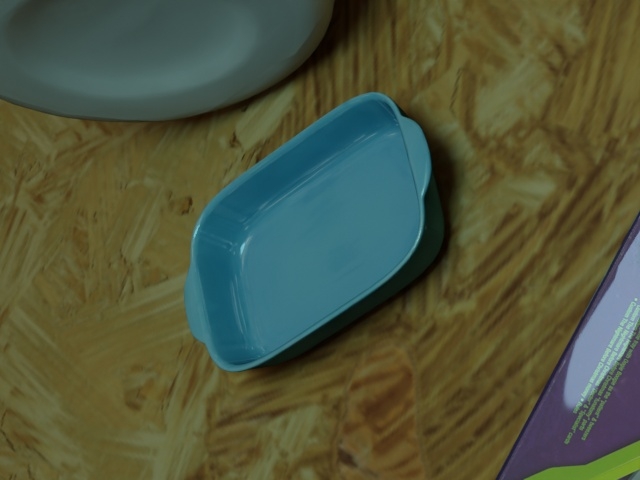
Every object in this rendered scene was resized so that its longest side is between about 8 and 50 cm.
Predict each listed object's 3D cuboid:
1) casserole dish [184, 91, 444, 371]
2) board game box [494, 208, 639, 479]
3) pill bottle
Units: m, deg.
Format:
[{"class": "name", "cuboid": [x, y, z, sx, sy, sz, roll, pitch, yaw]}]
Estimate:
[{"class": "casserole dish", "cuboid": [0.000, 0.000, 1.052, 0.188, 0.037, 0.114, -34, 54, 32]}, {"class": "board game box", "cuboid": [0.182, 0.105, 0.764, 0.208, 0.056, 0.347, 31, 99, 25]}, {"class": "pill bottle", "cuboid": [-0.118, -0.294, 1.135, 0.229, 0.229, 0.407, -25, 59, 38]}]
